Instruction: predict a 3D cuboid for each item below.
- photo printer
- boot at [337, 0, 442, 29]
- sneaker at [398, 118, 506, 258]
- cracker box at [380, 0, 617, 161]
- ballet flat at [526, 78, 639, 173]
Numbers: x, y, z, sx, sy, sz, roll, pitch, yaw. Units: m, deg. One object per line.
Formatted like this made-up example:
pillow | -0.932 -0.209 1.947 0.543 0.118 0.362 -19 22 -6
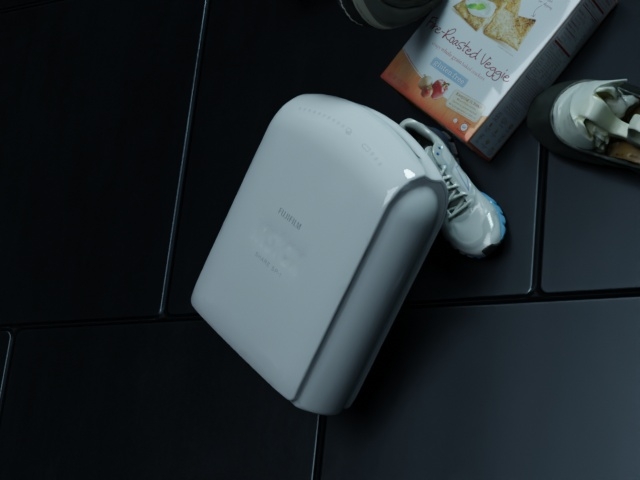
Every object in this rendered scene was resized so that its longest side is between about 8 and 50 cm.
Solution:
photo printer | 0.000 0.000 1.526 0.256 0.107 0.307 40 109 46
boot | 0.024 -0.366 1.643 0.284 0.138 0.377 -6 45 34
sneaker | 0.135 -0.060 1.533 0.071 0.083 0.191 -39 57 12
cracker box | 0.200 -0.228 1.566 0.232 0.067 0.156 -51 53 4
ballet flat | 0.322 -0.120 1.427 0.280 0.096 0.095 22 84 37
